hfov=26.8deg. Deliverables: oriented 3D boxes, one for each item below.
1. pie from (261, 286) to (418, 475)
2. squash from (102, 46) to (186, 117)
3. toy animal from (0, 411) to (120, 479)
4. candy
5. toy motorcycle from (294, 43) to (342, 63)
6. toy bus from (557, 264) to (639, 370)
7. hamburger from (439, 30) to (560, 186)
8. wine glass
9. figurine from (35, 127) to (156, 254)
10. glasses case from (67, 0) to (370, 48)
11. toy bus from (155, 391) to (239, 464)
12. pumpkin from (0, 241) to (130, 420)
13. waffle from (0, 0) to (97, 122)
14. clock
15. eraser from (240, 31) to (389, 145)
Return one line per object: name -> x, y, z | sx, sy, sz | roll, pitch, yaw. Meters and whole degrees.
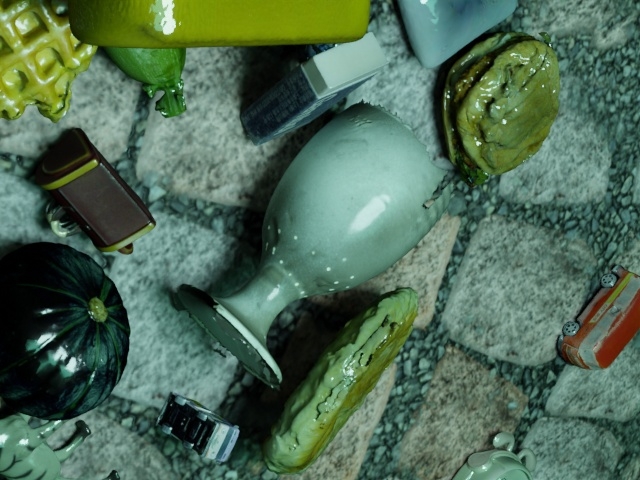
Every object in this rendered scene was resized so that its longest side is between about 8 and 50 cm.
pie -> 0.026, 0.174, 1.696 | 0.306, 0.071, 0.306 | -54, 170, -14
squash -> -0.215, -0.296, 1.393 | 0.101, 0.101, 0.379 | -34, 126, -24
toy animal -> -0.339, 0.242, 1.512 | 0.176, 0.073, 0.217 | -36, 130, -16
candy -> 0.173, -0.316, 1.710 | 0.174, 0.071, 0.138 | -37, 125, -24
toy motorcycle -> -0.001, -0.330, 1.550 | 0.204, 0.108, 0.239 | -50, 153, -6
toy bus -> 0.449, 0.128, 2.091 | 0.174, 0.077, 0.079 | -49, 129, -14
hamburger -> 0.236, -0.185, 1.793 | 0.183, 0.130, 0.206 | -38, 145, -20
wine glass -> -0.002, 0.000, 1.612 | 0.357, 0.190, 0.190 | -46, 129, -18
figurine -> -0.251, -0.035, 1.479 | 0.098, 0.082, 0.154 | -38, 128, -5
glasses case -> -0.102, -0.264, 1.320 | 0.371, 0.173, 0.141 | -12, 107, -53
toy bus -> -0.148, 0.229, 1.636 | 0.058, 0.102, 0.052 | 26, 89, -44
pumpkin -> -0.287, 0.096, 1.433 | 0.150, 0.194, 0.194 | -21, 123, 3
waffle -> -0.332, -0.240, 1.304 | 0.291, 0.051, 0.291 | -9, 119, -17
clock -> 0.262, 0.391, 2.049 | 0.151, 0.062, 0.191 | 39, 80, -40
eraser -> -0.010, -0.172, 1.535 | 0.092, 0.212, 0.046 | -27, 89, -29
